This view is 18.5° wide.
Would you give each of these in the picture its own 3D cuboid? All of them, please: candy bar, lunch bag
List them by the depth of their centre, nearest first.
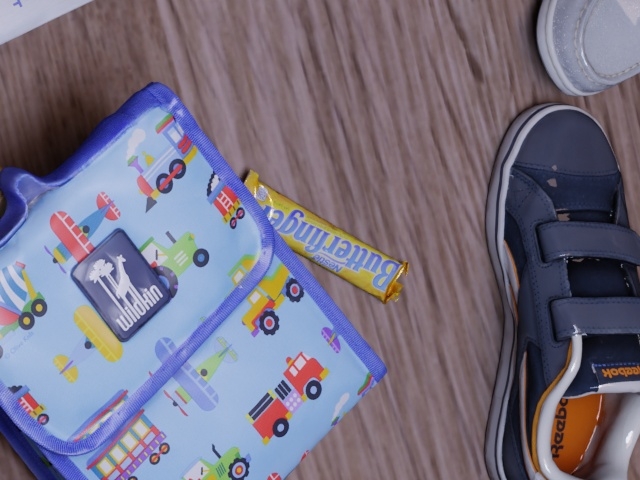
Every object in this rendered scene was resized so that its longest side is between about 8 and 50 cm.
[{"bbox_3d":[-0.127,0.052,1.311,0.221,0.138,0.293,-46,127,-17],"label":"lunch bag"},{"bbox_3d":[0.000,0.000,1.475,0.161,0.018,0.040,30,81,-26],"label":"candy bar"}]

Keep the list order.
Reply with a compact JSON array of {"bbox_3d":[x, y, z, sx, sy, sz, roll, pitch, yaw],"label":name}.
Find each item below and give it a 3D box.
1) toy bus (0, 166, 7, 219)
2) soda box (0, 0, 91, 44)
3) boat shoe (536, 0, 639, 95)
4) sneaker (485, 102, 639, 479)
[{"bbox_3d":[-0.290,0.008,1.271,0.202,0.104,0.191,-31,152,-28],"label":"toy bus"},{"bbox_3d":[-0.216,-0.180,1.298,0.286,0.098,0.091,-30,105,-23],"label":"soda box"},{"bbox_3d":[0.302,-0.229,1.565,0.320,0.103,0.118,-37,110,-20],"label":"boat shoe"},{"bbox_3d":[0.206,0.053,1.530,0.126,0.127,0.321,-1,94,-26],"label":"sneaker"}]
